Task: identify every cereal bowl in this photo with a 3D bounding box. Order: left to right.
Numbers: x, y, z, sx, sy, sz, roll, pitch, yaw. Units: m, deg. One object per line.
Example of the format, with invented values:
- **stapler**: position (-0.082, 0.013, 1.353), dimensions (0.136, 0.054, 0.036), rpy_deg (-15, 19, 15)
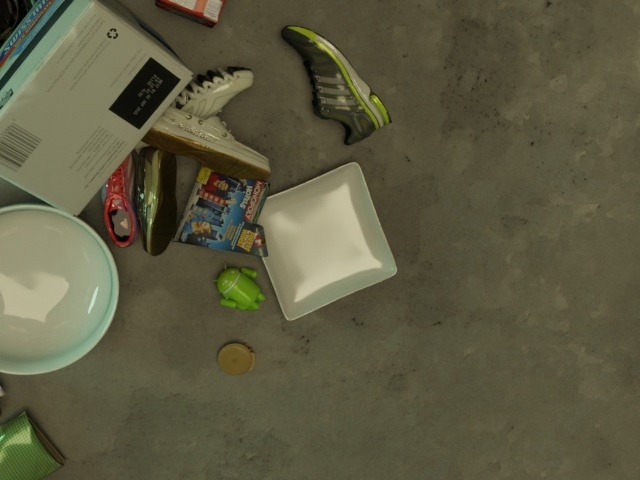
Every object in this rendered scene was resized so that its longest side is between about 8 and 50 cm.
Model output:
- **cereal bowl**: position (-0.570, 0.085, 1.510), dimensions (0.338, 0.141, 0.339), rpy_deg (-3, 102, -14)

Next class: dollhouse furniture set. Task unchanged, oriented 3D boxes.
- **dollhouse furniture set**: position (-0.674, 0.438, 1.519), dimensions (0.197, 0.151, 0.302), rpy_deg (-31, 117, -6)

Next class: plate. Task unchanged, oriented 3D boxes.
- **plate**: position (0.000, 0.000, 1.681), dimensions (0.277, 0.045, 0.278), rpy_deg (-23, 104, -7)

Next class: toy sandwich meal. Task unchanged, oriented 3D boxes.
- **toy sandwich meal**: position (-0.187, 0.261, 1.694), dimensions (0.085, 0.029, 0.086), rpy_deg (-1, 106, -3)

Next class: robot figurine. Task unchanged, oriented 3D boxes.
- **robot figurine**: position (-0.177, 0.105, 1.646), dimensions (0.115, 0.067, 0.101), rpy_deg (42, 61, -16)

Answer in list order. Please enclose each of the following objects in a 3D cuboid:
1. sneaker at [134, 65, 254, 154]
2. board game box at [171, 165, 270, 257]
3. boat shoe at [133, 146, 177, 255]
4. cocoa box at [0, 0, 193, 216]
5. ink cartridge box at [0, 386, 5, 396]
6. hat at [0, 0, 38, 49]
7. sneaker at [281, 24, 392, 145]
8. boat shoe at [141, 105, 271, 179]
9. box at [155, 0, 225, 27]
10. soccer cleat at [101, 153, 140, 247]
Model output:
- **sneaker**: position (-0.260, -0.262, 1.551), dimensions (0.292, 0.110, 0.118), rpy_deg (-26, 112, 1)
- **board game box**: position (-0.182, -0.049, 1.587), dimensions (0.194, 0.060, 0.194), rpy_deg (24, 95, 6)
- **boat shoe**: position (-0.339, -0.082, 1.540), dimensions (0.073, 0.080, 0.224), rpy_deg (16, 110, 24)
- **cocoa box**: position (-0.447, -0.270, 1.375), dimensions (0.347, 0.228, 0.231), rpy_deg (-48, 133, 9)
- **ink cartridge box**: position (-0.784, 0.274, 1.545), dimensions (0.208, 0.045, 0.206), rpy_deg (-27, 106, -7)
- **hat**: position (-0.633, -0.452, 1.407), dimensions (0.331, 0.134, 0.332), rpy_deg (-10, 120, -17)
- **sneaker**: position (0.018, -0.324, 1.598), dimensions (0.121, 0.111, 0.300), rpy_deg (-44, 104, 2)
- **boat shoe**: position (-0.216, -0.202, 1.484), dimensions (0.277, 0.098, 0.096), rpy_deg (22, 66, -22)
- **box**: position (-0.223, -0.563, 1.487), dimensions (0.128, 0.122, 0.257), rpy_deg (18, 95, -16)
- **soccer cleat**: position (-0.412, -0.106, 1.539), dimensions (0.082, 0.095, 0.248), rpy_deg (-9, 102, -12)
